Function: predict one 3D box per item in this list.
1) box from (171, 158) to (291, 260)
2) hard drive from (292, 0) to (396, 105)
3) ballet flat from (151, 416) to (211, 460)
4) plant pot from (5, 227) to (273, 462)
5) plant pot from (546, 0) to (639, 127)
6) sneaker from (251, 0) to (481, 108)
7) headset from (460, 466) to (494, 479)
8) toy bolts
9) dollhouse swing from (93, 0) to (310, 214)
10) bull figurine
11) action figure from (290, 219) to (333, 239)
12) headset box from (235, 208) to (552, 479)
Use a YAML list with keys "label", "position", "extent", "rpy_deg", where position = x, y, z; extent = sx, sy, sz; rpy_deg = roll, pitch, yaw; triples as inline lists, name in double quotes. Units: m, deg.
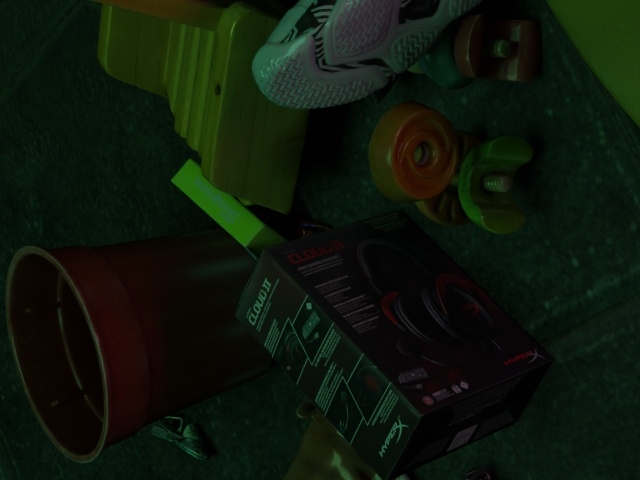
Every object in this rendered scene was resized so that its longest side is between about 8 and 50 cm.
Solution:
- label: "box"
  position: [-0.095, -0.022, 1.948]
  extent: [0.042, 0.109, 0.178]
  rpy_deg: [-50, 54, 2]
- label: "hard drive"
  position: [-0.005, -0.279, 1.743]
  extent: [0.254, 0.054, 0.172]
  rpy_deg: [54, 178, 30]
- label: "ballet flat"
  position: [-0.191, 0.268, 2.215]
  extent: [0.114, 0.041, 0.041]
  rpy_deg: [21, 118, 41]
- label: "plant pot"
  position: [-0.214, 0.109, 1.994]
  extent: [0.272, 0.265, 0.272]
  rpy_deg: [29, 126, 49]
- label: "plant pot"
  position: [0.343, -0.200, 1.360]
  extent: [0.212, 0.212, 0.187]
  rpy_deg: [-6, 111, 48]
- label: "sneaker"
  position: [0.053, -0.295, 1.584]
  extent: [0.210, 0.366, 0.137]
  rpy_deg: [50, 178, 36]
- label: "headset"
  position: [0.141, 0.448, 1.870]
  extent: [0.243, 0.185, 0.394]
  rpy_deg: [27, 137, 35]
- label: "toy bolts"
  position: [0.108, -0.134, 1.648]
  extent: [0.158, 0.218, 0.228]
  rpy_deg: [11, 93, 52]
- label: "dollhouse swing"
  position: [-0.220, -0.215, 1.824]
  extent: [0.347, 0.305, 0.315]
  rpy_deg: [45, 133, 47]
- label: "bull figurine"
  position: [0.025, 0.295, 1.938]
  extent: [0.188, 0.101, 0.310]
  rpy_deg: [47, 132, 24]
- label: "action figure"
  position: [0.000, 0.000, 1.922]
  extent: [0.115, 0.030, 0.038]
  rpy_deg: [25, 115, 46]
- label: "headset box"
  position: [0.068, 0.096, 1.736]
  extent: [0.293, 0.218, 0.110]
  rpy_deg: [46, 131, 28]
